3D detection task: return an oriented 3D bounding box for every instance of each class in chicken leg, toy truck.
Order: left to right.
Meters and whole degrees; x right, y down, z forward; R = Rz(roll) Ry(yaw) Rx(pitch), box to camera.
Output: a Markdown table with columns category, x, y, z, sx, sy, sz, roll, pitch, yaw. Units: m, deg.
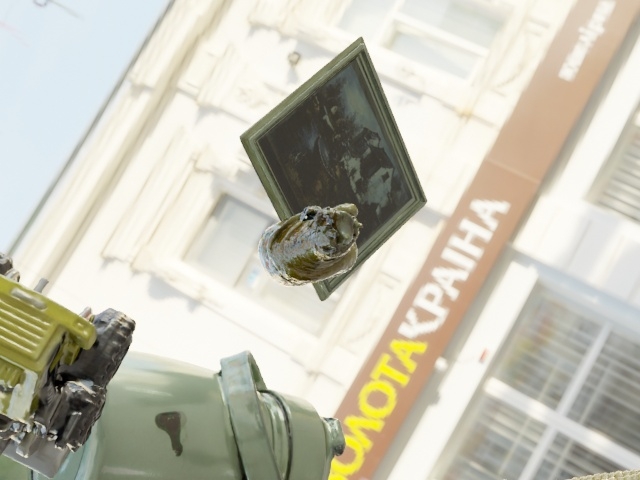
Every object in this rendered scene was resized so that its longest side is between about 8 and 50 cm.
| category | x | y | z | sx | sy | sz | roll | pitch | yaw |
| --- | --- | --- | --- | --- | --- | --- | --- | --- | --- |
| toy truck | -0.231 | 0.109 | 0.837 | 0.111 | 0.136 | 0.286 | -63 | 1 | -35 |
| chicken leg | 0.000 | 0.000 | 1.197 | 0.227 | 0.103 | 0.088 | 150 | 117 | -66 |

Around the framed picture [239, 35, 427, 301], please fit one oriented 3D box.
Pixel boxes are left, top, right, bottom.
| category | x | y | z | sx | sy | sz | roll | pitch | yaw |
| --- | --- | --- | --- | --- | --- | --- | --- | --- | --- |
| framed picture | 0.032 | -0.090 | 1.495 | 0.232 | 0.019 | 0.296 | -43 | -50 | -21 |

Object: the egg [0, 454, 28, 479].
| category | x | y | z | sx | sy | sz | roll | pitch | yaw |
| --- | --- | --- | --- | --- | --- | --- | --- | --- | --- |
| egg | -0.443 | 0.266 | 1.359 | 0.149 | 0.192 | 0.150 | 3 | -90 | -78 |

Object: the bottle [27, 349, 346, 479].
| category | x | y | z | sx | sy | sz | roll | pitch | yaw |
| --- | --- | --- | --- | --- | --- | --- | --- | --- | --- |
| bottle | -0.129 | 0.239 | 1.258 | 0.351 | 0.229 | 0.229 | 14 | -74 | -30 |

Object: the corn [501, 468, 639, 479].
| category | x | y | z | sx | sy | sz | roll | pitch | yaw |
| --- | --- | --- | --- | --- | --- | --- | --- | --- | --- |
| corn | 0.258 | 0.253 | 1.000 | 0.101 | 0.291 | 0.101 | 38 | -135 | -51 |
